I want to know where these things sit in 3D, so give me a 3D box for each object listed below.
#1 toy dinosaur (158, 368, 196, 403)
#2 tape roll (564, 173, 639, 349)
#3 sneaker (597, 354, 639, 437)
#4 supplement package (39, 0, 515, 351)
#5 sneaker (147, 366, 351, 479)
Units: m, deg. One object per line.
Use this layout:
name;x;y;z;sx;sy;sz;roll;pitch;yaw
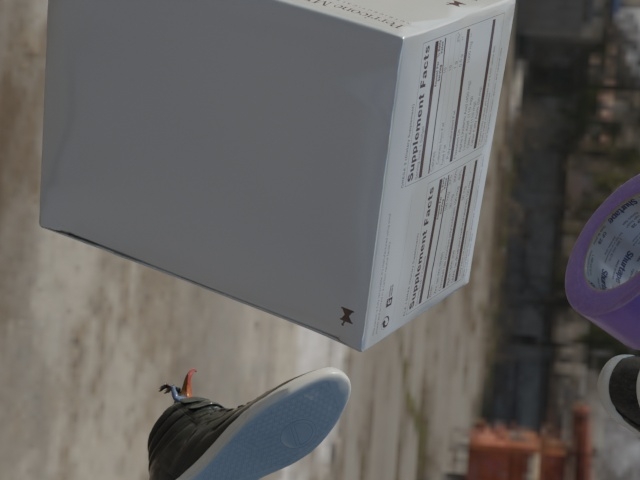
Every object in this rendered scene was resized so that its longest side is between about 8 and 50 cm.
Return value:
toy dinosaur;-0.168;0.211;2.036;0.090;0.082;0.047;-39;161;-11
tape roll;0.361;0.020;1.788;0.189;0.080;0.189;-44;-154;28
sneaker;0.352;0.172;1.426;0.121;0.217;0.079;-4;-122;60
supplement package;-0.035;-0.081;1.056;0.145;0.262;0.204;-29;132;-53
sneaker;-0.099;0.211;1.913;0.104;0.296;0.147;40;17;-36
